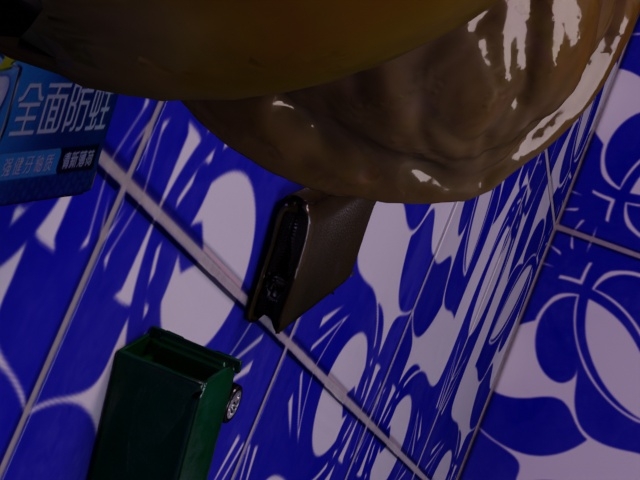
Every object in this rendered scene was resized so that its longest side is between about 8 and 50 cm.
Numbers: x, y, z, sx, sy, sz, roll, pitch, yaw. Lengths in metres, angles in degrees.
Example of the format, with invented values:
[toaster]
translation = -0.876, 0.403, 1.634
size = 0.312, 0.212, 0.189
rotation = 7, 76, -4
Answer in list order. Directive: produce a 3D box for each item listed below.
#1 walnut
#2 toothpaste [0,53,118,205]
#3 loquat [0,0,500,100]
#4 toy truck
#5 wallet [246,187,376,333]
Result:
[walnut]
translation = 0.030, -0.141, 0.750
size = 0.257, 0.257, 0.224
rotation = -67, -170, -10
[toothpaste]
translation = -0.156, -0.050, 0.572
size = 0.320, 0.066, 0.076
rotation = -21, 130, -73
[loquat]
translation = -0.027, -0.171, 0.475
size = 0.263, 0.263, 0.263
rotation = 20, 90, -77
[toy truck]
translation = -0.097, 0.132, 1.065
size = 0.079, 0.065, 0.147
rotation = -35, 143, -64
[wallet]
translation = 0.000, 0.000, 1.328
size = 0.198, 0.031, 0.110
rotation = -33, 142, -69
